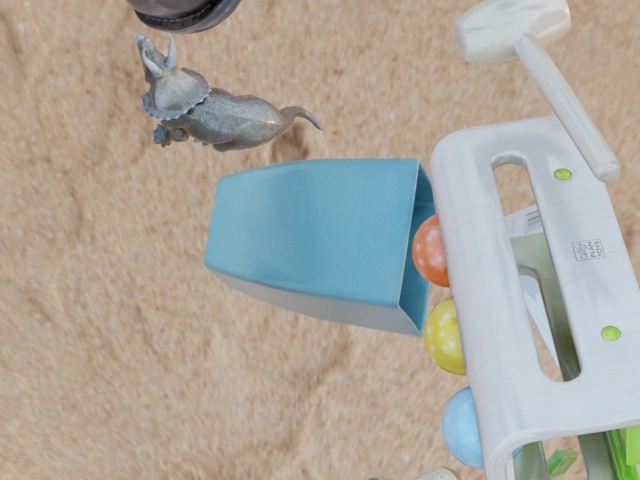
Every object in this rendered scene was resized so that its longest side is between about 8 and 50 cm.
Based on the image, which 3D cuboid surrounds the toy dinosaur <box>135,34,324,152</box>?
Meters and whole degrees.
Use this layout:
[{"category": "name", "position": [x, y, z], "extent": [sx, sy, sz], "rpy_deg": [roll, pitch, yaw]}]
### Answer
[{"category": "toy dinosaur", "position": [-0.128, -0.159, 1.834], "extent": [0.314, 0.160, 0.121], "rpy_deg": [22, 87, -27]}]

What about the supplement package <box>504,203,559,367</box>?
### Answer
[{"category": "supplement package", "position": [0.305, 0.048, 1.747], "extent": [0.105, 0.105, 0.179], "rpy_deg": [-23, 109, 19]}]

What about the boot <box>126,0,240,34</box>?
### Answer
[{"category": "boot", "position": [-0.126, -0.187, 0.663], "extent": [0.229, 0.263, 0.091], "rpy_deg": [8, 74, -24]}]

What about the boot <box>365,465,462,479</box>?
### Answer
[{"category": "boot", "position": [0.071, 0.363, 1.647], "extent": [0.077, 0.165, 0.213], "rpy_deg": [34, 107, 35]}]

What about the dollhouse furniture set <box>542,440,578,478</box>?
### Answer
[{"category": "dollhouse furniture set", "position": [0.247, 0.235, 1.760], "extent": [0.152, 0.058, 0.076], "rpy_deg": [43, 105, 25]}]

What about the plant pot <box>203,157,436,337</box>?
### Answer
[{"category": "plant pot", "position": [0.000, 0.000, 1.581], "extent": [0.234, 0.165, 0.165], "rpy_deg": [6, 76, 15]}]

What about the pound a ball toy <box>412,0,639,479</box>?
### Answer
[{"category": "pound a ball toy", "position": [0.126, 0.010, 0.912], "extent": [0.136, 0.208, 0.319], "rpy_deg": [-10, 44, 4]}]
